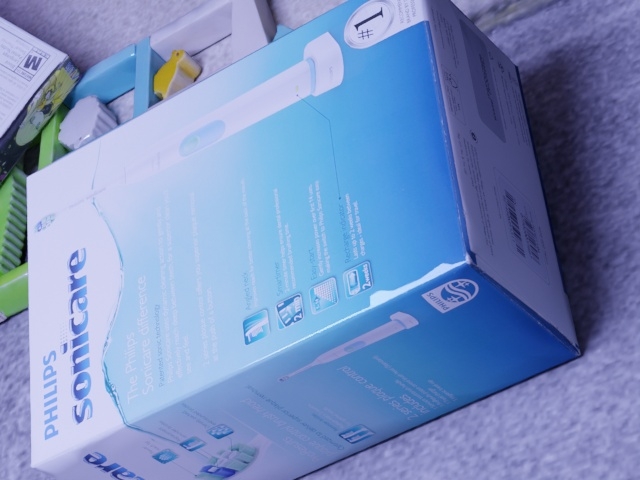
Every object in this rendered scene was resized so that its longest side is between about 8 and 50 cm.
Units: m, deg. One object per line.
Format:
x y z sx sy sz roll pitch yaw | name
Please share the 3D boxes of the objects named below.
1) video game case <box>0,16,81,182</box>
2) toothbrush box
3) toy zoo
-0.330 -0.101 1.494 0.232 0.042 0.210 30 77 23 | video game case
-0.022 0.012 1.146 0.296 0.126 0.216 -26 50 23 | toothbrush box
-0.125 -0.073 1.415 0.293 0.030 0.192 -26 41 23 | toy zoo
